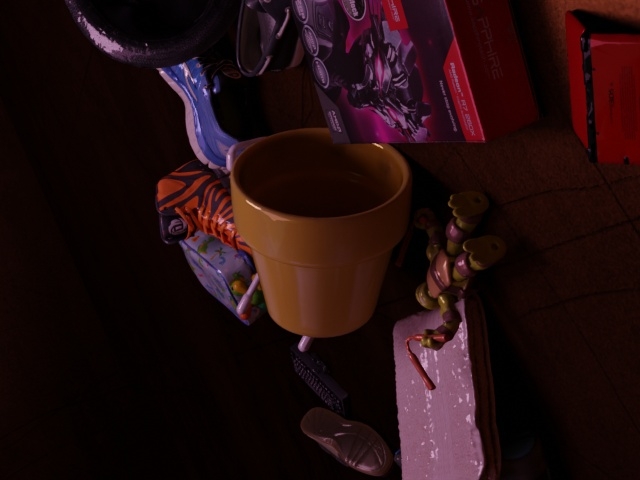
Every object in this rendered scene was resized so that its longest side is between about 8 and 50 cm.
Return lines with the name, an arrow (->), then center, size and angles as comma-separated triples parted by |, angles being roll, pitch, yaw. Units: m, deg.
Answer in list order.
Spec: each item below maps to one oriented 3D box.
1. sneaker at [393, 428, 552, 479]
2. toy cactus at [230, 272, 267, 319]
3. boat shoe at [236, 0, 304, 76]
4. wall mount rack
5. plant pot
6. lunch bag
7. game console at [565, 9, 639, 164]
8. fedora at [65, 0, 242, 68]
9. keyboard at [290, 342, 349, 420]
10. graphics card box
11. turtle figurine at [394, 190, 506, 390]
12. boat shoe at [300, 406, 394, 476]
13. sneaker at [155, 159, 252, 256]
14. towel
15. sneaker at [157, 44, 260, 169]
sneaker -> 0.223, 0.358, 1.714 | 0.341, 0.125, 0.139 | -9, 106, 66
toy cactus -> -0.055, 0.121, 2.069 | 0.219, 0.112, 0.180 | -4, 147, 25
boat shoe -> -0.067, -0.353, 1.679 | 0.114, 0.091, 0.302 | 50, 152, 30
wall mount rack -> -0.051, -0.003, 1.895 | 0.350, 0.131, 0.304 | 25, 127, 54
plant pot -> 0.000, 0.000, 1.653 | 0.254, 0.254, 0.239 | 41, 140, 43
lunch bag -> -0.187, 0.062, 2.293 | 0.219, 0.090, 0.176 | 36, 156, 49
game console -> 0.307, -0.160, 1.193 | 0.124, 0.085, 0.144 | 5, 122, 28
fedora -> -0.254, -0.422, 1.863 | 0.334, 0.334, 0.152 | 59, -174, 14
keyboard -> -0.003, 0.266, 2.216 | 0.180, 0.023, 0.108 | 40, 146, 42
graphics card box -> 0.103, -0.241, 1.438 | 0.371, 0.094, 0.232 | 11, 122, 62
turtle figurine -> 0.177, 0.049, 1.542 | 0.217, 0.087, 0.269 | 118, 156, -54
boat shoe -> 0.059, 0.380, 2.140 | 0.224, 0.080, 0.073 | 22, 161, 42
sneaker -> -0.198, -0.022, 2.148 | 0.321, 0.180, 0.124 | 46, 150, 36
towel -> 0.171, 0.228, 1.629 | 0.187, 0.049, 0.282 | -29, 60, 52
sneaker -> -0.187, -0.291, 1.982 | 0.147, 0.130, 0.330 | -16, 101, 52
